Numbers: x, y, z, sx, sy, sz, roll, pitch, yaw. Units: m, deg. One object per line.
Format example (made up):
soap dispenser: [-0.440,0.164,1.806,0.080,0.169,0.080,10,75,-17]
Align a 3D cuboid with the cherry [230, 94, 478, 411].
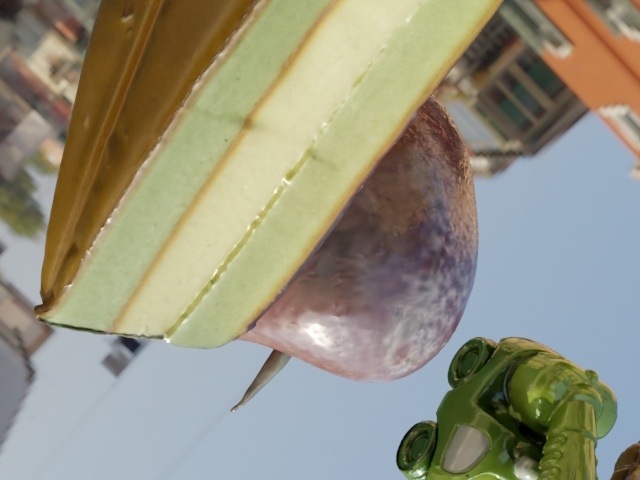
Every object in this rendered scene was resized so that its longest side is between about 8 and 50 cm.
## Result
cherry: [0.000,0.000,1.138,0.285,0.236,0.213,-63,-173,-6]

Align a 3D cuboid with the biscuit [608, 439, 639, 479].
biscuit: [0.312,0.264,1.462,0.061,0.118,0.183,-16,-115,63]

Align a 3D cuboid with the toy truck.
toy truck: [0.190,0.177,1.384,0.210,0.148,0.187,-21,-140,58]

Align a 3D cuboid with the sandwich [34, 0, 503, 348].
sandwich: [-0.021,-0.038,0.627,0.144,0.117,0.187,13,-90,50]
